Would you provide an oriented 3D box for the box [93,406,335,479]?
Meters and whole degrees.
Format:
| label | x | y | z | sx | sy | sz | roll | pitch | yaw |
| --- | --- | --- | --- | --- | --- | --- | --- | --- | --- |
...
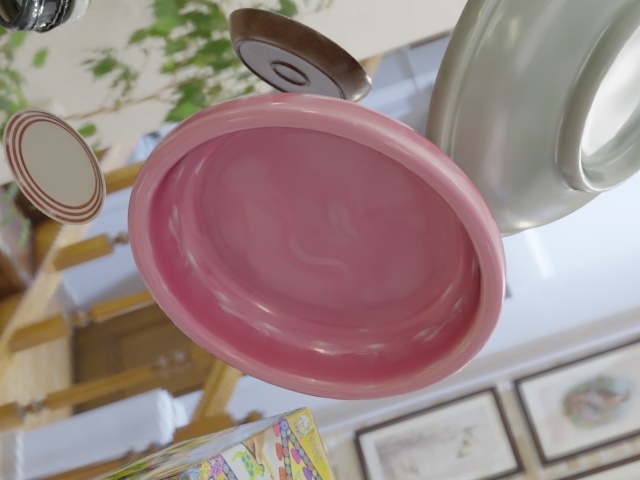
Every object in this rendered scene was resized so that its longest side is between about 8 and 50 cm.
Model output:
| label | x | y | z | sx | sy | sz | roll | pitch | yaw |
| --- | --- | --- | --- | --- | --- | --- | --- | --- | --- |
| box | -0.167 | 0.350 | 1.516 | 0.279 | 0.290 | 0.177 | -16 | 86 | -60 |

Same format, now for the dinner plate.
| label | x | y | z | sx | sy | sz | roll | pitch | yaw |
| --- | --- | --- | --- | --- | --- | --- | --- | --- | --- |
| dinner plate | -0.284 | -0.081 | 1.345 | 0.017 | 0.141 | 0.141 | -46 | 124 | -45 |

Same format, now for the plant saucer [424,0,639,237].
| label | x | y | z | sx | sy | sz | roll | pitch | yaw |
| --- | --- | --- | --- | --- | --- | --- | --- | --- | --- |
| plant saucer | 0.262 | -0.157 | 1.144 | 0.100 | 0.400 | 0.400 | 36 | -16 | 32 |

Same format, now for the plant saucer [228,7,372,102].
| label | x | y | z | sx | sy | sz | roll | pitch | yaw |
| --- | --- | --- | --- | --- | --- | --- | --- | --- | --- |
| plant saucer | -0.027 | -0.184 | 1.306 | 0.029 | 0.168 | 0.168 | -63 | 160 | -14 |

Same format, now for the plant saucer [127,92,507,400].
| label | x | y | z | sx | sy | sz | roll | pitch | yaw |
| --- | --- | --- | --- | --- | --- | --- | --- | --- | --- |
| plant saucer | 0.000 | 0.000 | 1.087 | 0.084 | 0.332 | 0.332 | -70 | 147 | -46 |

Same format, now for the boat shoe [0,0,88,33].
| label | x | y | z | sx | sy | sz | roll | pitch | yaw |
| --- | --- | --- | --- | --- | --- | --- | --- | --- | --- |
| boat shoe | -0.328 | -0.352 | 1.240 | 0.091 | 0.114 | 0.303 | -26 | 89 | -54 |
